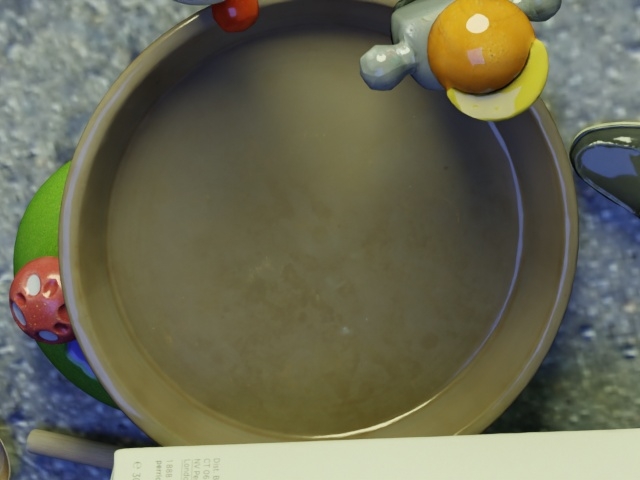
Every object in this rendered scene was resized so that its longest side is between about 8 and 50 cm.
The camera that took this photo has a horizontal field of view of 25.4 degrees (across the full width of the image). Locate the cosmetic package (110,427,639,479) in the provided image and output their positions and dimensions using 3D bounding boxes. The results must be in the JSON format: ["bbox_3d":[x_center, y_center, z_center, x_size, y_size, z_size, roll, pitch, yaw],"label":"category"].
[{"bbox_3d":[0.049,0.192,0.749,0.310,0.113,0.160,-2,135,2],"label":"cosmetic package"}]

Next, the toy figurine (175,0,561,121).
[{"bbox_3d":[0.032,-0.175,0.633,0.210,0.148,0.213,23,101,-11],"label":"toy figurine"}]

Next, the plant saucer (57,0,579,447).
[{"bbox_3d":[0.000,0.000,0.765,0.278,0.041,0.277,-1,100,-8],"label":"plant saucer"}]

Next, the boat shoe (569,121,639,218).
[{"bbox_3d":[0.194,-0.024,0.753,0.133,0.042,0.049,24,119,6],"label":"boat shoe"}]

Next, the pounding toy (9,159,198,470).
[{"bbox_3d":[-0.115,0.069,0.843,0.183,0.110,0.236,11,115,12],"label":"pounding toy"}]

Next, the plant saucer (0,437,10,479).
[{"bbox_3d":[-0.246,0.144,0.966,0.083,0.015,0.083,6,114,14],"label":"plant saucer"}]
